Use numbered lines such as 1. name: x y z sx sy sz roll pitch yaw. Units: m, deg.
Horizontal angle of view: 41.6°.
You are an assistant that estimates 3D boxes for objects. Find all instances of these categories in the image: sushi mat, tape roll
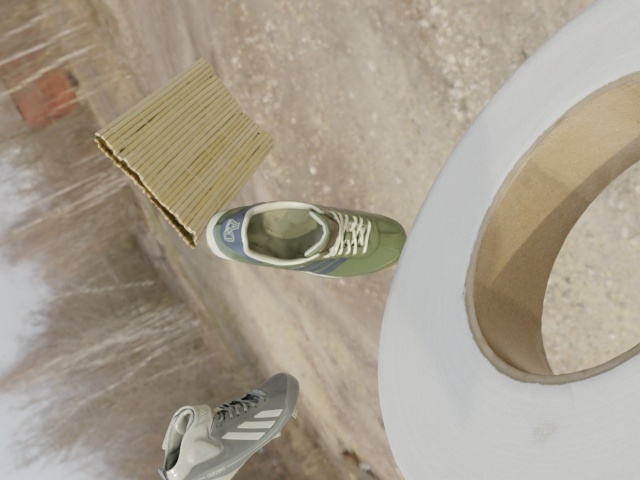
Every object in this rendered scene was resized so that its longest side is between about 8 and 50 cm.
1. sushi mat: -0.141 -0.115 0.973 0.151 0.019 0.316 47 -154 -11
2. tape roll: 0.181 0.004 0.501 0.072 0.392 0.392 29 -178 -23

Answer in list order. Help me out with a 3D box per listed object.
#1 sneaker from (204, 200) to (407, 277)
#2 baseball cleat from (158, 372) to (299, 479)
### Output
1. sneaker: 0.000 0.000 0.747 0.086 0.192 0.064 173 100 -71
2. baseball cleat: -0.103 0.210 0.982 0.072 0.206 0.109 -1 127 43
